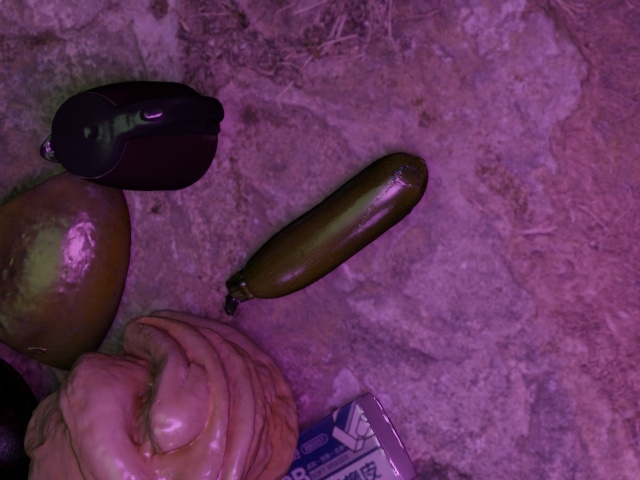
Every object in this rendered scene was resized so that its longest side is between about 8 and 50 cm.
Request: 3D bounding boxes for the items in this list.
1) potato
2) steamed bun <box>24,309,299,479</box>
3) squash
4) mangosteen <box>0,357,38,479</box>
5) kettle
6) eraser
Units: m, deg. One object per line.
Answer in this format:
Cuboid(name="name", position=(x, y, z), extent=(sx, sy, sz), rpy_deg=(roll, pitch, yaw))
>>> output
Cuboid(name="potato", position=(-0.373, 0.002, 1.920), extent=(0.269, 0.112, 0.255), rpy_deg=(37, 105, 12))
Cuboid(name="steamed bun", position=(-0.197, 0.212, 1.726), extent=(0.325, 0.372, 0.230), rpy_deg=(-3, 113, 28))
Cuboid(name="squash", position=(-0.001, -0.001, 1.795), extent=(0.331, 0.087, 0.087), rpy_deg=(-34, 82, 20))
Cuboid(name="mangosteen", position=(-0.513, 0.250, 1.908), extent=(0.288, 0.288, 0.288), rpy_deg=(2, 95, 20))
Cuboid(name="kettle", position=(-0.217, -0.131, 1.784), extent=(0.202, 0.232, 0.144), rpy_deg=(-10, 91, 20))
Cuboid(name="eraser", position=(0.003, 0.297, 1.824), extent=(0.210, 0.068, 0.124), rpy_deg=(-32, 82, 20))
